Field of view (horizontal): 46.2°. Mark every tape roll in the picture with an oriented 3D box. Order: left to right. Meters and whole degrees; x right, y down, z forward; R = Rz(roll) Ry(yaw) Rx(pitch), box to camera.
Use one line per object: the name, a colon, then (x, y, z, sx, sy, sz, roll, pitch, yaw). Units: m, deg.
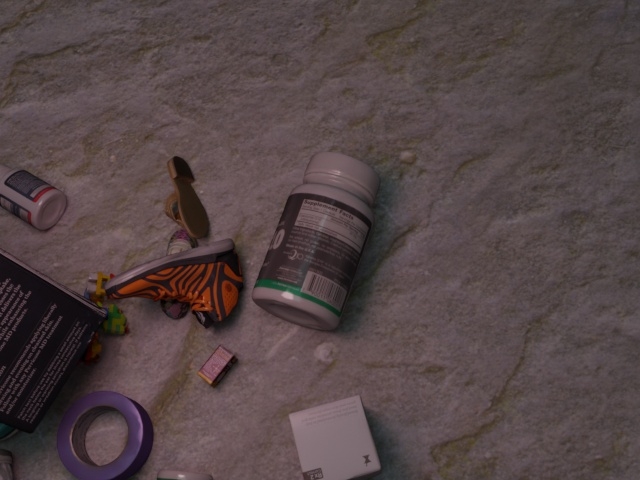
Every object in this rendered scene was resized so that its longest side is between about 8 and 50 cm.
tape roll: (-0.463, 0.425, 1.621, 0.189, 0.080, 0.189, -2, 71, 4)

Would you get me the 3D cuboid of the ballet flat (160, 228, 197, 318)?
ballet flat: (-0.332, 0.069, 1.740, 0.077, 0.079, 0.221, 1, 70, 8)

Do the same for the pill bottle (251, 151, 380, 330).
pill bottle: (0.000, 0.000, 1.670, 0.204, 0.204, 0.361, 17, 72, 11)

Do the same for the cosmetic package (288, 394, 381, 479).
cosmetic package: (0.033, 0.416, 1.525, 0.151, 0.184, 0.151, -16, 69, -1)

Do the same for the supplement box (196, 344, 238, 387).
supplement box: (-0.228, 0.279, 1.667, 0.043, 0.055, 0.083, 35, 77, 14)

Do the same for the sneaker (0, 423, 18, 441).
sneaker: (-0.673, 0.308, 1.666, 0.107, 0.110, 0.275, 21, 74, 12)

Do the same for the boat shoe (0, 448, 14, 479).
boat shoe: (-0.810, 0.542, 1.592, 0.320, 0.118, 0.103, -18, 65, -9)

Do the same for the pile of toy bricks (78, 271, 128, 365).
pile of toy bricks: (-0.489, 0.187, 1.712, 0.105, 0.118, 0.212, 10, 51, -21)

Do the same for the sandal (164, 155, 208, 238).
sandal: (-0.341, -0.087, 1.814, 0.079, 0.088, 0.240, -33, 59, 26)

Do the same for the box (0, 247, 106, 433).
box: (-0.784, 0.104, 1.483, 0.480, 0.472, 0.297, 17, 70, 36)

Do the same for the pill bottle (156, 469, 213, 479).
pill bottle: (-0.290, 0.580, 1.528, 0.117, 0.117, 0.208, 4, 70, 7)

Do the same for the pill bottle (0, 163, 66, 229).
pill bottle: (-0.721, -0.112, 1.826, 0.180, 0.108, 0.108, 29, 75, 14)

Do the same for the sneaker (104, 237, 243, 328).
sneaker: (-0.298, 0.116, 1.637, 0.321, 0.124, 0.180, -17, 91, -34)
